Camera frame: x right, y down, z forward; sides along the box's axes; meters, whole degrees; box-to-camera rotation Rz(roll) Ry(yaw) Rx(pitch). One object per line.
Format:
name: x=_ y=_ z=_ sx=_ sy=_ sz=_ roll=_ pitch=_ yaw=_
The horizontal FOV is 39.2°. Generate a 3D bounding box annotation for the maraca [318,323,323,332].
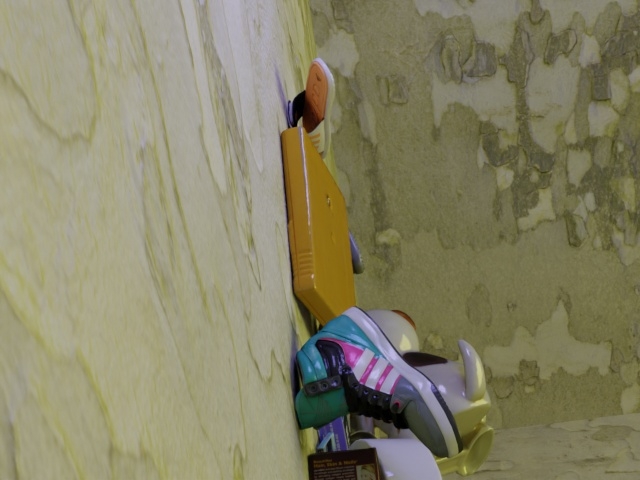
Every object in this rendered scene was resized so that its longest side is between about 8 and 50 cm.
maraca: x=0.055 y=0.217 z=1.753 sx=0.127 sy=0.099 sz=0.186 roll=98 pitch=-31 yaw=-67

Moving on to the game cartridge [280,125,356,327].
game cartridge: x=0.000 y=0.000 z=1.637 sx=0.285 sy=0.052 sz=0.324 roll=56 pitch=27 yaw=-58

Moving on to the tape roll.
tape roll: x=0.111 y=0.470 z=1.477 sx=0.286 sy=0.100 sz=0.286 roll=-177 pitch=-90 yaw=-73

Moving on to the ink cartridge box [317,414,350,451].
ink cartridge box: x=0.024 y=0.320 z=1.645 sx=0.208 sy=0.045 sz=0.206 roll=-89 pitch=170 yaw=-55

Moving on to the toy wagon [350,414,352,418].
toy wagon: x=0.118 y=0.526 z=2.393 sx=0.344 sy=0.068 sz=0.267 roll=70 pitch=12 yaw=-67

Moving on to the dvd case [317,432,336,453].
dvd case: x=0.016 y=0.393 z=1.511 sx=0.087 sy=0.013 sz=0.119 roll=-20 pitch=105 yaw=-77

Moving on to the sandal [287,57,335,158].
sandal: x=-0.030 y=-0.256 z=1.778 sx=0.102 sy=0.076 sz=0.265 roll=58 pitch=-19 yaw=27

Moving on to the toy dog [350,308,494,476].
toy dog: x=0.188 y=0.336 z=2.114 sx=0.408 sy=0.284 sz=0.395 roll=46 pitch=-39 yaw=39

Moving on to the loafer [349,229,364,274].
loafer: x=0.009 y=-0.029 z=1.858 sx=0.094 sy=0.087 sz=0.251 roll=73 pitch=-7 yaw=-55

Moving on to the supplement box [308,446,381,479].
supplement box: x=0.045 y=0.411 z=1.326 sx=0.081 sy=0.104 sz=0.188 roll=76 pitch=7 yaw=-60

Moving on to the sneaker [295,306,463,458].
sneaker: x=0.056 y=0.232 z=1.296 sx=0.295 sy=0.178 sz=0.124 roll=46 pitch=-23 yaw=42

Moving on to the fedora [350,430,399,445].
fedora: x=0.142 y=0.498 z=1.768 sx=0.243 sy=0.124 sz=0.275 roll=-29 pitch=96 yaw=-62
